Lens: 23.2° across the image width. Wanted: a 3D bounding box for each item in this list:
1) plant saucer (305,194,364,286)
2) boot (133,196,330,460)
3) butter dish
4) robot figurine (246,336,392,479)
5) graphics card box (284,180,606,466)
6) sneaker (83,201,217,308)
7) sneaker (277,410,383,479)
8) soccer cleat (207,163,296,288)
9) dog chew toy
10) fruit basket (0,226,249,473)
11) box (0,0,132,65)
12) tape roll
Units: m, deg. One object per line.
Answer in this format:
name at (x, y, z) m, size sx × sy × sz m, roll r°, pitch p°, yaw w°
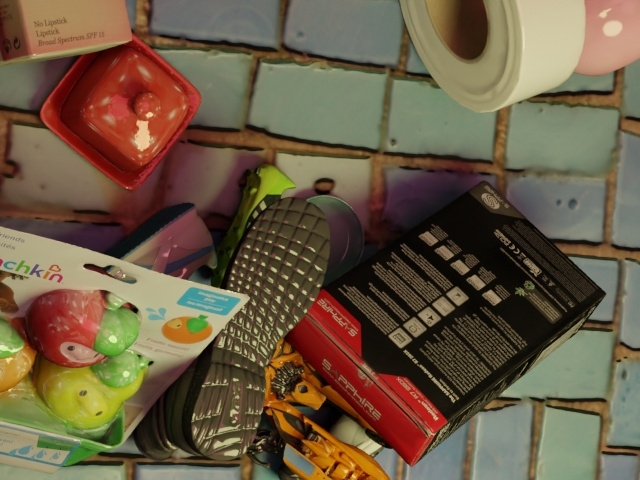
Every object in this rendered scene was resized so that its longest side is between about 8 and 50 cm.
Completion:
plant saucer at (0.000, 0.000, 2.043) m, size 0.119 × 0.021 × 0.119 m, roll -2°, pitch 94°, yaw -26°
boot at (-0.124, 0.104, 1.888) m, size 0.118 × 0.222 × 0.338 m, roll 32°, pitch 72°, yaw -22°
butter dish at (-0.224, -0.160, 1.873) m, size 0.160 × 0.118 × 0.160 m, roll 41°, pitch 77°, yaw -22°
robot figurine at (-0.002, 0.206, 1.962) m, size 0.291 × 0.085 × 0.211 m, roll 34°, pitch 72°, yaw 8°
graphics card box at (0.162, 0.095, 1.974) m, size 0.233 × 0.094 × 0.371 m, roll 44°, pitch 52°, yaw 16°
sneaker at (-0.226, 0.050, 1.905) m, size 0.228 × 0.087 × 0.092 m, roll -35°, pitch 110°, yaw -17°
sneaker at (0.054, 0.235, 2.055) m, size 0.271 × 0.100 × 0.108 m, roll -31°, pitch 82°, yaw -17°
soccer cleat at (-0.084, -0.010, 1.983) m, size 0.072 × 0.060 × 0.179 m, roll 27°, pitch 79°, yaw -27°
dog chew toy at (0.340, -0.390, 2.089) m, size 0.206 × 0.206 × 0.332 m, roll -32°, pitch 98°, yaw -20°
fruit basket at (-0.299, 0.123, 1.732) m, size 0.327 × 0.353 × 0.165 m, roll 17°, pitch 54°, yaw -26°
box at (-0.327, -0.324, 1.786) m, size 0.148 × 0.127 × 0.232 m, roll -17°, pitch 99°, yaw -42°
tape roll at (0.209, -0.311, 1.977) m, size 0.100 × 0.286 × 0.286 m, roll -22°, pitch 102°, yaw -22°
